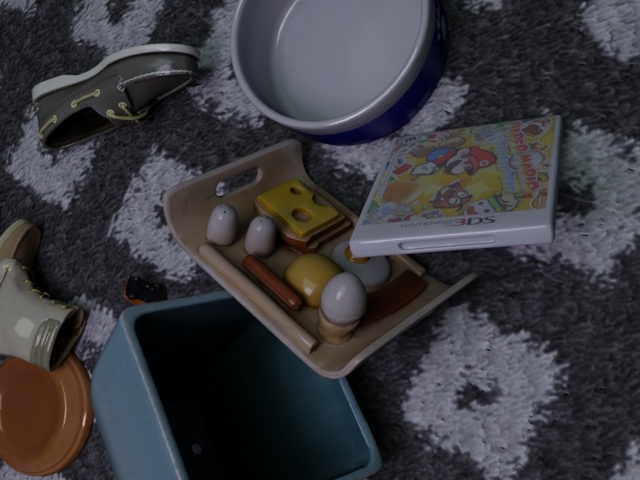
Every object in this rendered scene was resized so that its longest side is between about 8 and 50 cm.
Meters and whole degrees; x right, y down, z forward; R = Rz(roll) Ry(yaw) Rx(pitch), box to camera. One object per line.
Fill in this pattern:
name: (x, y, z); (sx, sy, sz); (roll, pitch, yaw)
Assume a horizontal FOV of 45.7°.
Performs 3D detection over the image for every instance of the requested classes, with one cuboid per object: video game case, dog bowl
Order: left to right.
dog bowl: (0.024, -0.258, 0.964); (0.265, 0.104, 0.265); (-3, 82, 24)
video game case: (0.156, -0.064, 0.836); (0.206, 0.227, 0.026); (-5, 124, 24)

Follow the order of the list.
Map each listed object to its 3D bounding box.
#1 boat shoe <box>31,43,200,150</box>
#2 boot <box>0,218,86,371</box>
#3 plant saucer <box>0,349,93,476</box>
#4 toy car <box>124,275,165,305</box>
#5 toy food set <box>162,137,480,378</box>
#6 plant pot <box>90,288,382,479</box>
boat shoe: (-0.297, -0.206, 1.103); (0.305, 0.109, 0.091); (-11, 79, 29)
boot: (-0.423, 0.079, 1.132); (0.165, 0.077, 0.213); (11, 70, 15)
plant saucer: (-0.428, 0.251, 1.132); (0.200, 0.037, 0.200); (-3, 82, 24)
toy car: (-0.247, 0.112, 1.062); (0.040, 0.060, 0.122); (-34, 59, 50)
toy food set: (0.000, 0.000, 0.869); (0.306, 0.219, 0.092); (40, 137, 24)
plant pot: (-0.132, 0.223, 0.889); (0.252, 0.247, 0.248); (-42, 65, 42)
